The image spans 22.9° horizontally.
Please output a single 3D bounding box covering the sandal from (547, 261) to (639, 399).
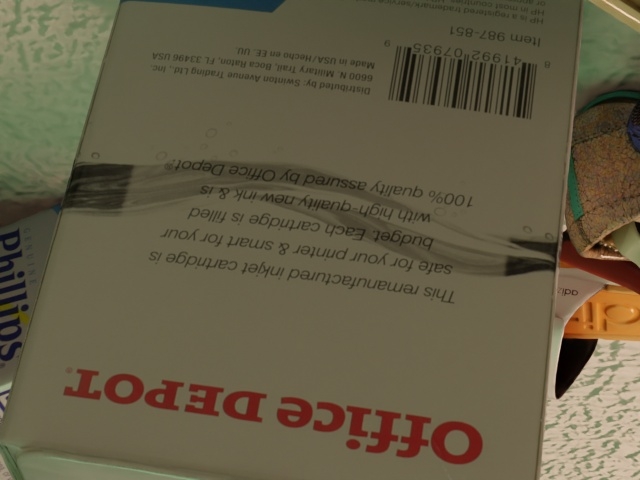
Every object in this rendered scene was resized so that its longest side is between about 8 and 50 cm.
[{"bbox_3d":[0.169,0.062,1.037,0.265,0.076,0.102,0,148,16],"label":"sandal"}]

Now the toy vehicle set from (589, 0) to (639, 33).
[{"bbox_3d":[0.112,-0.174,0.558,0.166,0.035,0.267,-41,146,24],"label":"toy vehicle set"}]

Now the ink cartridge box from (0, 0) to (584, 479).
[{"bbox_3d":[0.000,0.000,0.754,0.223,0.307,0.129,8,149,5],"label":"ink cartridge box"}]

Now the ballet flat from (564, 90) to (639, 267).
[{"bbox_3d":[0.276,0.014,0.892,0.316,0.106,0.107,15,146,-9],"label":"ballet flat"}]

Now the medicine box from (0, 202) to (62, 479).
[{"bbox_3d":[-0.234,0.152,1.100,0.289,0.149,0.263,-22,133,2],"label":"medicine box"}]

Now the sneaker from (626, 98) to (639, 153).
[{"bbox_3d":[0.239,-0.098,0.762,0.221,0.083,0.087,-26,121,38],"label":"sneaker"}]

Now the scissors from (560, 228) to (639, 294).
[{"bbox_3d":[0.147,0.000,0.979,0.297,0.109,0.021,21,112,18],"label":"scissors"}]
